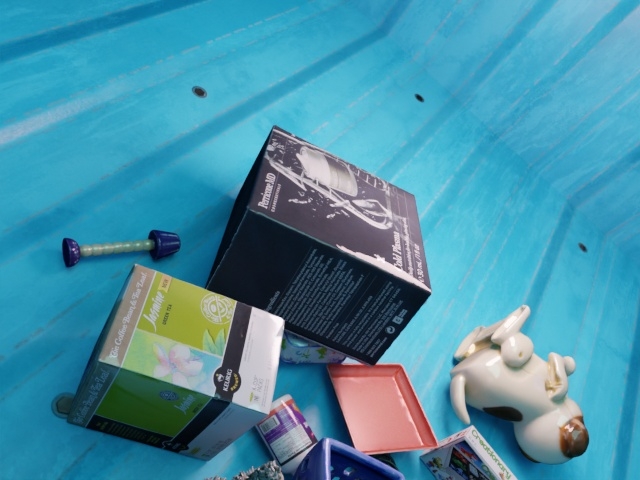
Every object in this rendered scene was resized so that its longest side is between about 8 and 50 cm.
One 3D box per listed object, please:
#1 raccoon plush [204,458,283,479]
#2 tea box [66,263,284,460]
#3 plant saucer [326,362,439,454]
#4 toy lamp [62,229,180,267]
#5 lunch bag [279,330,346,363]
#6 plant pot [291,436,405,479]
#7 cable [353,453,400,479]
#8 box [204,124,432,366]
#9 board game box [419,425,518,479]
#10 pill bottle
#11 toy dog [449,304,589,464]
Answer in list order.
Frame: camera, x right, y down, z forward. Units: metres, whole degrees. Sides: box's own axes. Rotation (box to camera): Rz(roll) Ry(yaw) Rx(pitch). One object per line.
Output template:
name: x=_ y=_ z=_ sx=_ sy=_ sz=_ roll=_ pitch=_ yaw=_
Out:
raccoon plush: x=-0.261 y=0.522 z=1.013 sx=0.446 sy=0.299 sz=0.216 roll=3 pitch=56 yaw=-32
tea box: x=-0.296 y=0.263 z=1.168 sx=0.323 sy=0.329 sz=0.220 roll=23 pitch=47 yaw=-19
plant saucer: x=0.152 y=0.443 z=1.508 sx=0.258 sy=0.048 sz=0.259 roll=7 pitch=41 yaw=-30
toy lamp: x=-0.481 y=0.018 z=1.414 sx=0.274 sy=0.080 sz=0.080 roll=-8 pitch=62 yaw=-35
lunch bag: x=-0.027 y=0.239 z=1.527 sx=0.219 sy=0.090 sz=0.176 roll=4 pitch=41 yaw=-32
plant pot: x=0.035 y=0.585 z=1.170 sx=0.236 sy=0.212 sz=0.236 roll=32 pitch=30 yaw=-22
cable: x=0.141 y=0.603 z=1.414 sx=0.150 sy=0.047 sz=0.184 roll=1 pitch=59 yaw=-28
box: x=0.000 y=0.000 z=1.517 sx=0.471 sy=0.297 sz=0.480 roll=23 pitch=31 yaw=-12
board game box: x=0.417 y=0.636 z=1.463 sx=0.053 sy=0.193 sz=0.305 roll=-30 pitch=77 yaw=-44
pill bottle: x=-0.067 y=0.465 z=1.326 sx=0.108 sy=0.108 sz=0.193 roll=-20 pitch=70 yaw=-42
toy dog: x=0.600 y=0.455 z=1.672 sx=0.408 sy=0.284 sz=0.395 roll=48 pitch=45 yaw=4
